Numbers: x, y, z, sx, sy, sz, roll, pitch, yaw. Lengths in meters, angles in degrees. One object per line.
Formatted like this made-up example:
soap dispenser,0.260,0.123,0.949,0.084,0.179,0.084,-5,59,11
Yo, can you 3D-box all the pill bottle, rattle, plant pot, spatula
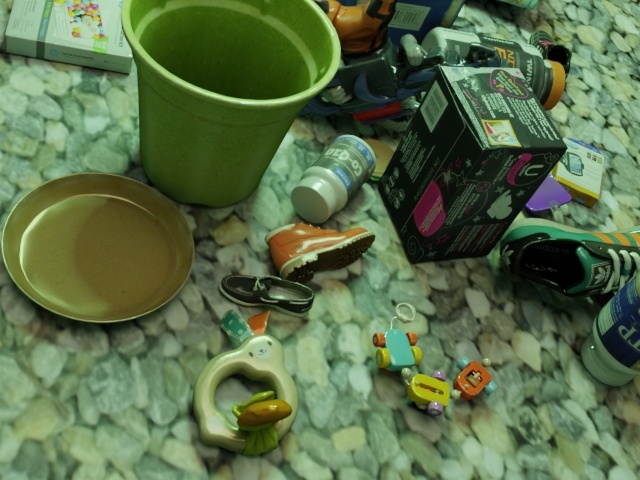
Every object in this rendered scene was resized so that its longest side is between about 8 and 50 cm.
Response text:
pill bottle,0.439,0.118,1.132,0.112,0.187,0.112,10,50,-12
rattle,-0.079,0.135,0.966,0.130,0.143,0.200,6,55,8
plant pot,-0.280,0.011,1.058,0.236,0.032,0.236,10,51,-12
pill bottle,0.018,-0.089,1.218,0.078,0.078,0.137,33,49,8
pill bottle,0.297,-0.286,1.445,0.245,0.130,0.130,6,51,-15
spatula,0.394,-0.001,1.314,0.084,0.030,0.296,-17,61,-14
plant pot,0.131,-0.460,1.465,0.235,0.236,0.212,2,58,-19
plant pot,-0.140,-0.190,1.124,0.276,0.254,0.276,10,51,-12

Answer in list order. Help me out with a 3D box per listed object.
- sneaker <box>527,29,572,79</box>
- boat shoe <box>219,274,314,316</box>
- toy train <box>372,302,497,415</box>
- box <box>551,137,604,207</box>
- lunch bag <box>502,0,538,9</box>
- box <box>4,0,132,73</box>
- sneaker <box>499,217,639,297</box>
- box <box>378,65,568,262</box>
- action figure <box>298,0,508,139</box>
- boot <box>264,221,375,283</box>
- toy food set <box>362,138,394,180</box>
sneaker,0.443,-0.356,1.592,0.063,0.075,0.170,11,50,-12
boat shoe,-0.069,0.066,1.087,0.125,0.038,0.046,19,48,-5
toy train,0.141,0.165,1.082,0.166,0.046,0.125,40,49,10
box,0.444,-0.123,1.437,0.081,0.028,0.136,25,46,0
lunch bag,0.366,-0.608,1.718,0.223,0.160,0.262,19,37,0
box,-0.383,-0.335,1.296,0.186,0.038,0.145,9,51,-15
sneaker,0.408,0.039,1.187,0.302,0.108,0.121,5,22,11
box,0.207,-0.106,1.188,0.142,0.247,0.163,-3,54,-24
action figure,0.116,-0.319,1.289,0.341,0.330,0.178,-2,33,17
boot,0.000,0.000,1.155,0.157,0.059,0.085,-16,55,-29
toy food set,0.085,-0.127,1.311,0.082,0.020,0.083,24,48,-1
